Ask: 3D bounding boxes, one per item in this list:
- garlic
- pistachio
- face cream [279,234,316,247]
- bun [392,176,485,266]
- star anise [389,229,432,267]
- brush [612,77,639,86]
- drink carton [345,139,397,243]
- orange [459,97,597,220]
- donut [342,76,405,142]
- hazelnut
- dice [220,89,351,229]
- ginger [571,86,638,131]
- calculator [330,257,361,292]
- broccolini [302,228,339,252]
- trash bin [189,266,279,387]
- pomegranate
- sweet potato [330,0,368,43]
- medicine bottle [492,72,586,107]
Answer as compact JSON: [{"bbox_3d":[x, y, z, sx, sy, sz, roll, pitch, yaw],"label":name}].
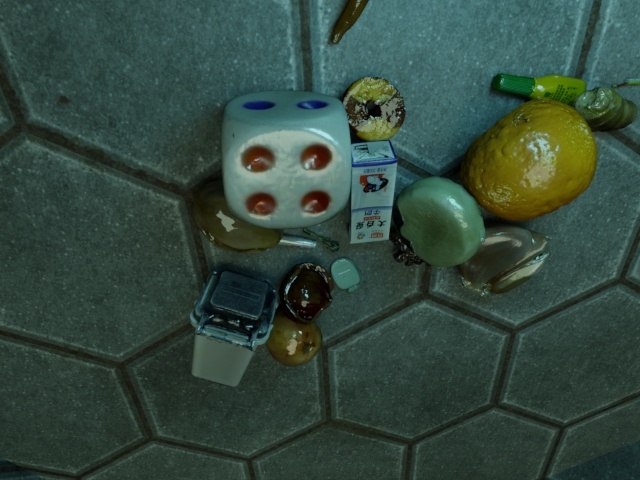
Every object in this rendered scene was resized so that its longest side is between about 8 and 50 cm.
[{"bbox_3d":[0.596,0.054,1.442,0.279,0.132,0.325,29,116,-22],"label":"garlic"},{"bbox_3d":[-0.250,-0.066,1.267,0.288,0.197,0.166,28,158,-33],"label":"pistachio"},{"bbox_3d":[-0.078,0.004,1.391,0.130,0.034,0.034,8,120,-12],"label":"face cream"},{"bbox_3d":[0.353,-0.070,1.234,0.179,0.283,0.283,-42,127,-32],"label":"bun"},{"bbox_3d":[0.340,0.006,1.403,0.220,0.099,0.214,-22,123,7],"label":"star anise"},{"bbox_3d":[0.888,-0.459,1.233,0.083,0.019,0.021,-9,112,-2],"label":"brush"},{"bbox_3d":[0.143,-0.135,1.257,0.130,0.107,0.315,-5,136,-1],"label":"drink carton"},{"bbox_3d":[0.566,-0.205,1.159,0.340,0.340,0.293,-37,86,15],"label":"orange"},{"bbox_3d":[0.142,-0.364,1.171,0.184,0.073,0.166,25,117,-21],"label":"donut"},{"bbox_3d":[-0.051,0.170,1.410,0.170,0.160,0.202,26,87,-42],"label":"hazelnut"},{"bbox_3d":[-0.089,-0.217,1.098,0.304,0.304,0.277,-1,121,-5],"label":"dice"},{"bbox_3d":[0.778,-0.358,1.177,0.263,0.109,0.116,-6,123,-38],"label":"ginger"},{"bbox_3d":[0.091,0.124,1.490,0.095,0.021,0.153,-24,117,8],"label":"calculator"},{"bbox_3d":[0.000,0.000,1.403,0.140,0.030,0.035,26,120,-17],"label":"broccolini"},{"bbox_3d":[-0.306,0.314,1.407,0.255,0.296,0.368,17,125,-8],"label":"trash bin"},{"bbox_3d":[-0.096,0.338,1.497,0.207,0.207,0.207,-3,121,-5],"label":"pomegranate"},{"bbox_3d":[0.099,-0.604,1.032,0.057,0.057,0.265,22,114,-19],"label":"sweet potato"},{"bbox_3d":[0.612,-0.425,1.194,0.260,0.064,0.095,6,135,-10],"label":"medicine bottle"}]
